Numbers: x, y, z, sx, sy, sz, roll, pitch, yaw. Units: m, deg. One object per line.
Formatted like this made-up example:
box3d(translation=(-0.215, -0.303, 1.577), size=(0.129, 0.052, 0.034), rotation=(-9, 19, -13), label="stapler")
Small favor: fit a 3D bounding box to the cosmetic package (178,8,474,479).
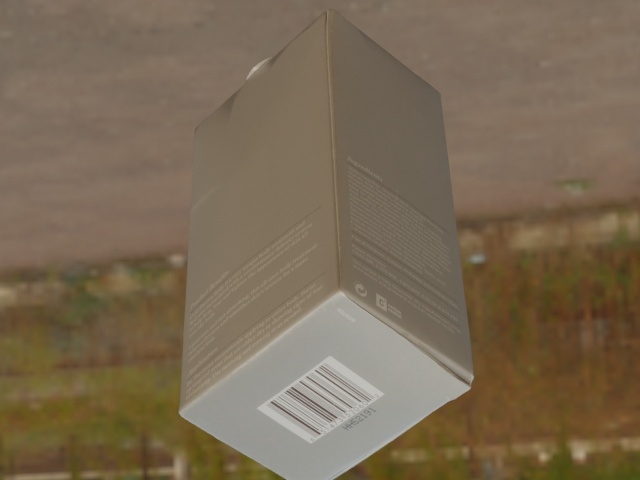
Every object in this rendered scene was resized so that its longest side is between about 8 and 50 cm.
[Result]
box3d(translation=(0.000, 0.000, 0.959), size=(0.107, 0.238, 0.127), rotation=(35, 125, -26), label="cosmetic package")
